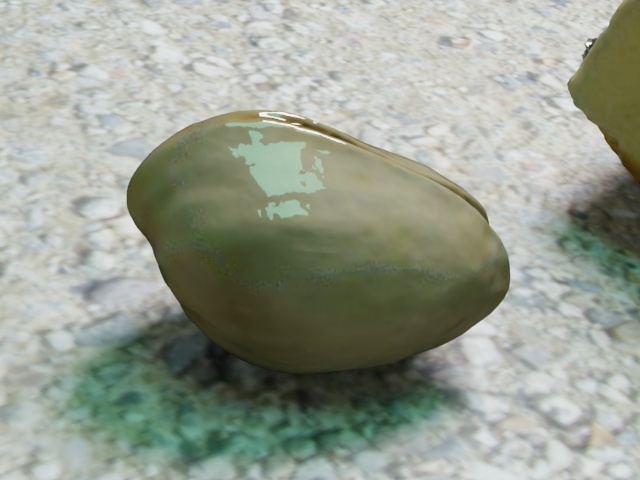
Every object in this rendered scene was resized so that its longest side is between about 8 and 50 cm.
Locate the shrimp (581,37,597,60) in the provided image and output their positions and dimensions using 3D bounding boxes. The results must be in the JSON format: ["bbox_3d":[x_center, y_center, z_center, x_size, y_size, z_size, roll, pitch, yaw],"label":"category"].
[{"bbox_3d":[0.249,-0.115,0.924,0.166,0.049,0.161,32,34,33],"label":"shrimp"}]

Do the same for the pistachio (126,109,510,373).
[{"bbox_3d":[0.000,0.000,0.580,0.185,0.124,0.124,2,32,-20],"label":"pistachio"}]

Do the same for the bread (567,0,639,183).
[{"bbox_3d":[0.340,-0.105,0.736,0.279,0.207,0.279,42,41,14],"label":"bread"}]
